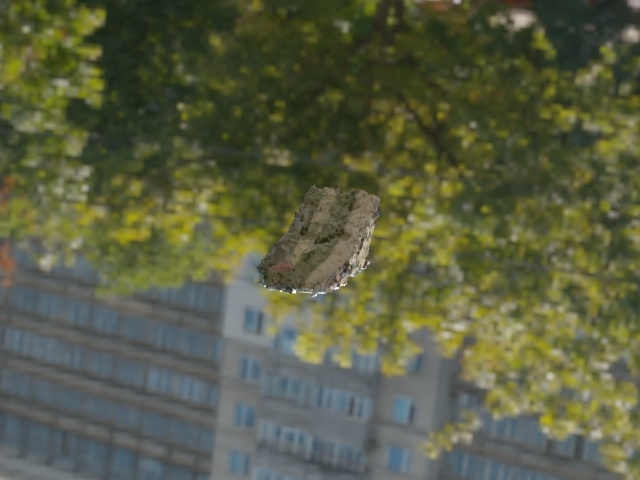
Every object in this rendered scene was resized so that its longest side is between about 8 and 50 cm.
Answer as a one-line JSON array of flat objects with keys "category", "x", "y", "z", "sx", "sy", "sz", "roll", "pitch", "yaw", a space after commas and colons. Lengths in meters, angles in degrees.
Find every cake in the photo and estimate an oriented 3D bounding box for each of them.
[{"category": "cake", "x": 0.000, "y": 0.000, "z": 0.919, "sx": 0.051, "sy": 0.055, "sz": 0.140, "roll": 13, "pitch": -171, "yaw": 9}]
